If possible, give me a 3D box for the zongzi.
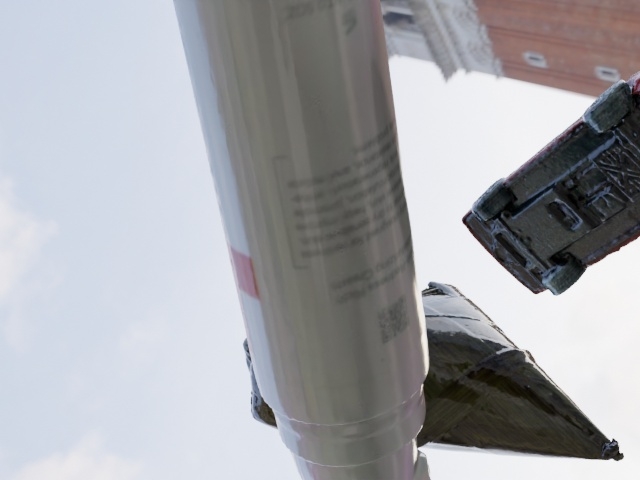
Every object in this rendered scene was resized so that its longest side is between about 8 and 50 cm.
[{"bbox_3d":[0.074,0.130,0.850,0.221,0.242,0.112,-10,-62,-23],"label":"zongzi"}]

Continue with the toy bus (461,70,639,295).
[{"bbox_3d":[0.173,-0.041,0.667,0.081,0.195,0.089,45,-123,0],"label":"toy bus"}]

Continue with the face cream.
[{"bbox_3d":[0.000,0.000,0.582,0.102,0.102,0.345,-27,-57,-29],"label":"face cream"}]
